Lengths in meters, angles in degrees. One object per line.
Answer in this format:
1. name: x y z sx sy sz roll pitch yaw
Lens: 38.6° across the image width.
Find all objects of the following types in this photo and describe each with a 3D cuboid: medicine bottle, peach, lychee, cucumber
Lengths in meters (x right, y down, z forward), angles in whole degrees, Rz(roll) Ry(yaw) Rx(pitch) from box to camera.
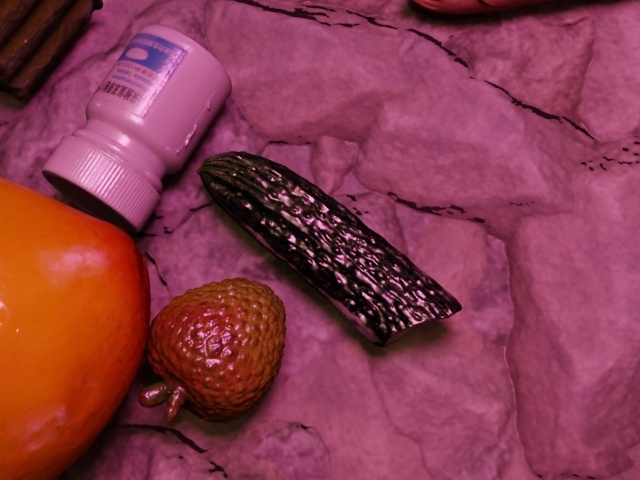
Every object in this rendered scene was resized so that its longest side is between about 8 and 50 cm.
1. medicine bottle: -0.163 -0.102 0.826 0.105 0.105 0.168 27 75 12
2. peach: -0.292 0.085 0.692 0.307 0.289 0.289 8 69 -25
3. lychee: -0.088 0.091 0.755 0.114 0.114 0.146 34 57 14
4. cucumber: 0.001 0.000 0.799 0.265 0.077 0.077 42 79 16

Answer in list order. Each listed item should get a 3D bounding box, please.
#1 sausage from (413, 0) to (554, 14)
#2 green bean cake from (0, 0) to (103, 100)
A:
1. sausage: 0.284 -0.275 0.868 0.432 0.088 0.088 -8 71 1
2. green bean cake: -0.353 -0.271 0.818 0.246 0.250 0.156 29 76 13
